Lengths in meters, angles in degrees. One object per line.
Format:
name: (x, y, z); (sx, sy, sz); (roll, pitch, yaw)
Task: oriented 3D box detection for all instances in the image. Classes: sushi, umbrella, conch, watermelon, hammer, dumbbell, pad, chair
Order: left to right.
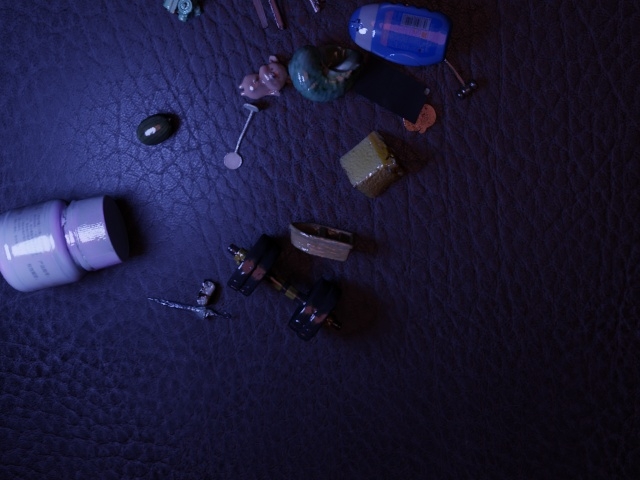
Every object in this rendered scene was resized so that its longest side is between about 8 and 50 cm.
watermelon: (-0.457, -0.308, 1.769); (0.111, 0.078, 0.078); (-28, 99, 11)
umbrella: (-0.395, 0.208, 1.910); (0.269, 0.044, 0.044); (10, 141, 9)
sushi: (-0.333, 0.158, 1.883); (0.046, 0.044, 0.083); (21, 106, 1)
chair: (-0.119, -0.709, 1.593); (0.176, 0.183, 0.326); (-23, 101, 9)
dumbbell: (-0.099, 0.132, 1.787); (0.388, 0.185, 0.185); (36, 103, -4)
conch: (0.004, -0.445, 1.677); (0.188, 0.122, 0.175); (23, 77, -1)
pad: (0.192, -0.402, 1.696); (0.193, 0.004, 0.116); (26, 81, -10)
hammer: (0.311, -0.505, 1.687); (0.058, 0.029, 0.292); (-37, 96, 9)

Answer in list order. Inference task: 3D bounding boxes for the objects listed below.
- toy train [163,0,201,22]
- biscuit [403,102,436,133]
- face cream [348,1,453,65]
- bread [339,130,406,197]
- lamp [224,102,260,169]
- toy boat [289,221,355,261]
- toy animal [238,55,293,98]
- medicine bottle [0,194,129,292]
toy train: (-0.356, -0.674, 1.681); (0.118, 0.074, 0.175); (30, 109, 7)
biscuit: (0.271, -0.330, 1.734); (0.091, 0.015, 0.078); (-13, 103, 8)
face cream: (0.201, -0.536, 1.647); (0.264, 0.083, 0.149); (15, 111, 9)
bread: (0.144, -0.208, 1.751); (0.147, 0.127, 0.152); (-34, 65, 13)
lamp: (-0.221, -0.287, 1.769); (0.050, 0.056, 0.198); (22, 107, -4)
toy boat: (0.000, 0.000, 1.784); (0.188, 0.116, 0.061); (14, 110, 0)
toy animal: (-0.151, -0.433, 1.718); (0.150, 0.089, 0.083); (-23, 131, 6)
medicine bottle: (-0.714, 0.001, 1.777); (0.302, 0.241, 0.241); (-13, 102, -1)
